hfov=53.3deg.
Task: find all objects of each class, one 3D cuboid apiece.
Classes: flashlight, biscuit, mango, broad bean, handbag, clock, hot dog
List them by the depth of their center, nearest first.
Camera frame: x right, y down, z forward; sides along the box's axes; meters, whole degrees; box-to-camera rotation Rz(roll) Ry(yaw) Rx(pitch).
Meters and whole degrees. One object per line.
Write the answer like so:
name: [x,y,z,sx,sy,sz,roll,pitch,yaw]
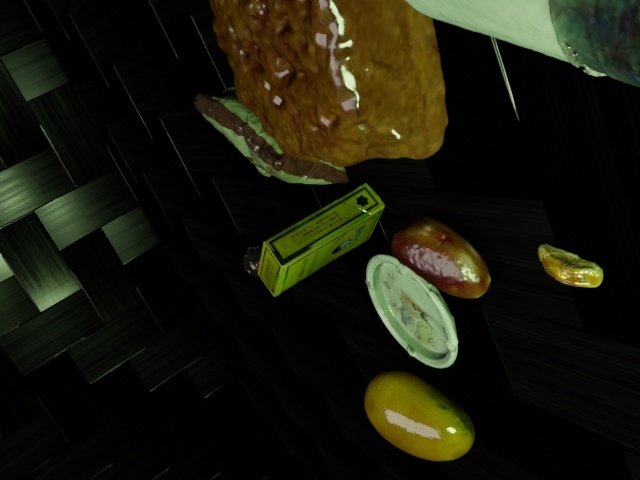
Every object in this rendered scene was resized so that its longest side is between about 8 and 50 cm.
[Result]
hot dog: [0.302,0.034,0.787,0.090,0.034,0.030,30,147,47]
biscuit: [-0.016,-0.295,0.830,0.343,0.166,0.395,25,141,50]
broad bean: [0.185,0.029,0.968,0.165,0.084,0.114,39,170,23]
handbag: [-0.079,-0.176,1.112,0.235,0.213,0.127,40,114,30]
clock: [0.172,0.119,1.148,0.236,0.053,0.236,44,152,30]
mango: [0.202,0.369,1.316,0.254,0.139,0.175,27,151,40]
flashlight: [-0.132,0.042,1.636,0.093,0.093,0.232,58,158,-4]

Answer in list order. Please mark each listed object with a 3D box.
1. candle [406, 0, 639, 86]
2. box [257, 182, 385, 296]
candle: [0.170,-0.244,0.446,0.342,0.221,0.221,40,153,44]
box: [0.000,0.000,1.122,0.064,0.220,0.141,51,156,15]
